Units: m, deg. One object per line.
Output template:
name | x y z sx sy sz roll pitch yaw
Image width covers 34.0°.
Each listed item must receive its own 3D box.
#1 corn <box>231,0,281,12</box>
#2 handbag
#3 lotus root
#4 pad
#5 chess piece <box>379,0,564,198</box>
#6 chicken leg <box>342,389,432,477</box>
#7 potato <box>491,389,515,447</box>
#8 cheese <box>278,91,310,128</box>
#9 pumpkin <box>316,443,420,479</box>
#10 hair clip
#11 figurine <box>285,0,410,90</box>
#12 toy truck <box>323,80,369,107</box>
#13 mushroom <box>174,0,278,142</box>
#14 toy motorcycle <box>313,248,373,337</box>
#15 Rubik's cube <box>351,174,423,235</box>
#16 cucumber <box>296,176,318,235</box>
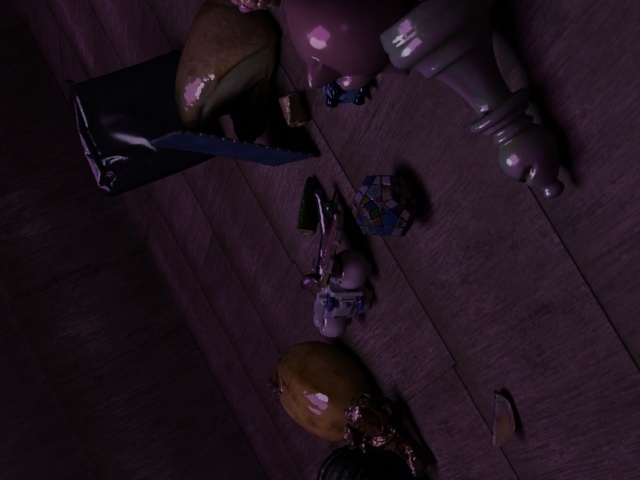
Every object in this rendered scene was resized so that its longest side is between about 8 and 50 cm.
corn | -0.122 -0.501 1.592 0.127 0.126 0.335 49 159 37
handbag | -0.403 -0.269 2.361 0.178 0.301 0.275 173 74 -77
lotus root | 0.028 0.329 2.174 0.310 0.182 0.183 35 146 44
pad | -0.167 -0.170 1.950 0.269 0.269 0.012 180 98 -68
chess piece | 0.194 -0.161 1.194 0.272 0.139 0.139 55 162 -5
chicken leg | 0.134 0.371 2.040 0.196 0.125 0.080 25 175 -5
potato | 0.286 0.273 1.627 0.037 0.036 0.093 -52 -38 -71
cheese | -0.045 -0.230 1.840 0.084 0.041 0.060 -145 38 -83
pumpkin | 0.099 0.506 2.137 0.220 0.220 0.162 8 82 68
hair clip | 0.008 0.000 1.871 0.146 0.056 0.187 -173 88 -78
figurine | 0.031 -0.341 1.359 0.186 0.176 0.288 -122 16 -80
toy truck | 0.032 -0.236 1.604 0.136 0.063 0.074 125 138 -71
mushroom | -0.201 -0.319 1.925 0.217 0.212 0.292 51 165 22
toy motorcycle | 0.038 0.090 1.961 0.112 0.112 0.254 56 154 23
Rubik's cube | 0.100 -0.053 1.598 0.093 0.111 0.111 31 153 10
cucumber | -0.017 -0.065 1.942 0.067 0.035 0.107 54 -136 -73
